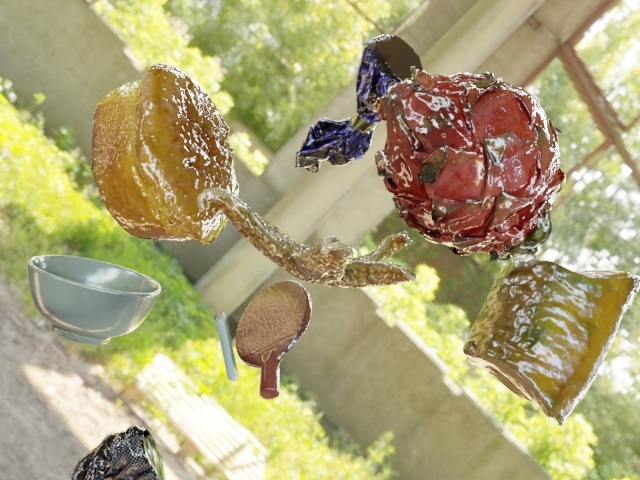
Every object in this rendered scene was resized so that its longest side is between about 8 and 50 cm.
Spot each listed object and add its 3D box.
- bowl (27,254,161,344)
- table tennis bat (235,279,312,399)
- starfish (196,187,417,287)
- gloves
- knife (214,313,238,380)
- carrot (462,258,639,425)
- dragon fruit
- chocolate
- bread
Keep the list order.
[{"bbox_3d":[-0.500,0.138,2.142,0.289,0.146,0.289,14,8,-2],"label":"bowl"},{"bbox_3d":[-0.105,0.206,2.122,0.038,0.200,0.310,44,30,-34],"label":"table tennis bat"},{"bbox_3d":[-0.001,0.010,1.312,0.375,0.094,0.327,19,6,36],"label":"starfish"},{"bbox_3d":[-0.346,0.371,1.569,0.129,0.180,0.106,69,5,-66],"label":"gloves"},{"bbox_3d":[-0.189,0.216,2.009,0.044,0.023,0.162,-76,162,-58],"label":"knife"},{"bbox_3d":[0.413,0.148,1.790,0.241,0.341,0.241,28,-18,10],"label":"carrot"},{"bbox_3d":[0.197,-0.108,1.298,0.299,0.244,0.244,45,1,-26],"label":"dragon fruit"},{"bbox_3d":[0.069,-0.219,1.816,0.148,0.343,0.126,-9,62,-39],"label":"chocolate"},{"bbox_3d":[-0.257,-0.140,1.677,0.312,0.172,0.312,-13,90,-68],"label":"bread"}]
